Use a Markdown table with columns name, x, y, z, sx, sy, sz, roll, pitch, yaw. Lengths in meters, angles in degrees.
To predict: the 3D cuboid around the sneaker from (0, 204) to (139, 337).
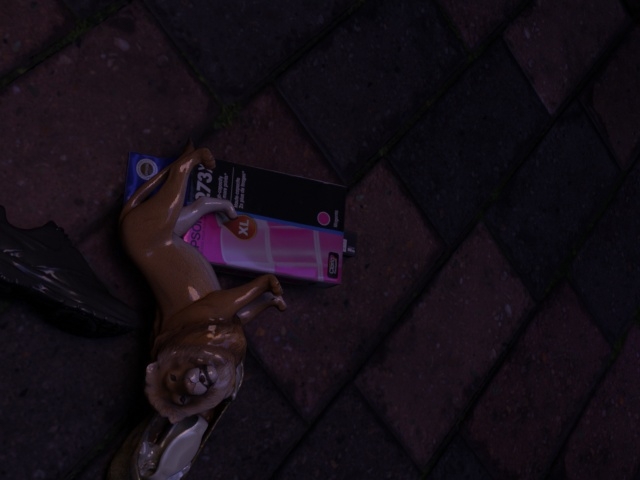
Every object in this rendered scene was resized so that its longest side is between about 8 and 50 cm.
| name | x | y | z | sx | sy | sz | roll | pitch | yaw |
| --- | --- | --- | --- | --- | --- | --- | --- | --- | --- |
| sneaker | -0.375 | 0.045 | 1.282 | 0.286 | 0.109 | 0.130 | 34 | 53 | -31 |

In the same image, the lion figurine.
| name | x | y | z | sx | sy | sz | roll | pitch | yaw |
| --- | --- | --- | --- | --- | --- | --- | --- | --- | --- |
| lion figurine | -0.204 | 0.053 | 1.322 | 0.240 | 0.142 | 0.392 | -26 | 73 | -8 |

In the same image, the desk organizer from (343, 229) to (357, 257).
| name | x | y | z | sx | sy | sz | roll | pitch | yaw |
| --- | --- | --- | --- | --- | --- | --- | --- | --- | --- |
| desk organizer | 0.000 | 0.000 | 1.603 | 0.130 | 0.050 | 0.047 | 13 | 72 | -34 |

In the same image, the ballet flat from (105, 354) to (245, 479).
| name | x | y | z | sx | sy | sz | roll | pitch | yaw |
| --- | --- | --- | --- | --- | --- | --- | --- | --- | --- |
| ballet flat | -0.192 | 0.253 | 1.364 | 0.123 | 0.123 | 0.348 | 46 | 57 | -20 |

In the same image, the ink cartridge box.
| name | x | y | z | sx | sy | sz | roll | pitch | yaw |
| --- | --- | --- | --- | --- | --- | --- | --- | --- | --- |
| ink cartridge box | -0.135 | -0.034 | 1.467 | 0.371 | 0.069 | 0.175 | 10 | 75 | -23 |
